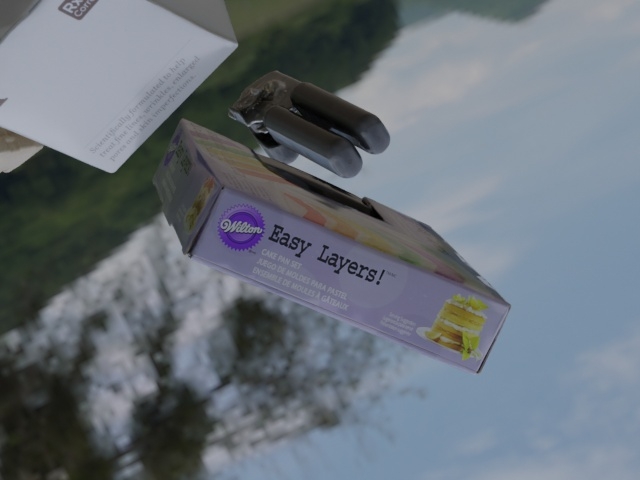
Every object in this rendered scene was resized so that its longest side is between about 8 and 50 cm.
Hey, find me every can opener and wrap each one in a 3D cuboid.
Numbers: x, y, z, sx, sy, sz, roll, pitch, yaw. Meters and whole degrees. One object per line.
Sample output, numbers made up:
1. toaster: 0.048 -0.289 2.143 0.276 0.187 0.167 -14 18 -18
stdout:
1. can opener: -0.009 -0.112 2.011 0.076 0.095 0.283 -41 -149 -10

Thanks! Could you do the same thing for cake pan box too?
1. cake pan box: 0.000 0.000 1.513 0.070 0.246 0.267 -63 -165 8

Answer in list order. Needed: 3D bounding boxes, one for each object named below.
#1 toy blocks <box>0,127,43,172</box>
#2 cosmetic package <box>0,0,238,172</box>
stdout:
1. toy blocks: -0.379 -0.155 1.578 0.309 0.260 0.288 -35 174 25
2. cosmetic package: -0.178 -0.179 1.383 0.151 0.183 0.151 22 126 -39
